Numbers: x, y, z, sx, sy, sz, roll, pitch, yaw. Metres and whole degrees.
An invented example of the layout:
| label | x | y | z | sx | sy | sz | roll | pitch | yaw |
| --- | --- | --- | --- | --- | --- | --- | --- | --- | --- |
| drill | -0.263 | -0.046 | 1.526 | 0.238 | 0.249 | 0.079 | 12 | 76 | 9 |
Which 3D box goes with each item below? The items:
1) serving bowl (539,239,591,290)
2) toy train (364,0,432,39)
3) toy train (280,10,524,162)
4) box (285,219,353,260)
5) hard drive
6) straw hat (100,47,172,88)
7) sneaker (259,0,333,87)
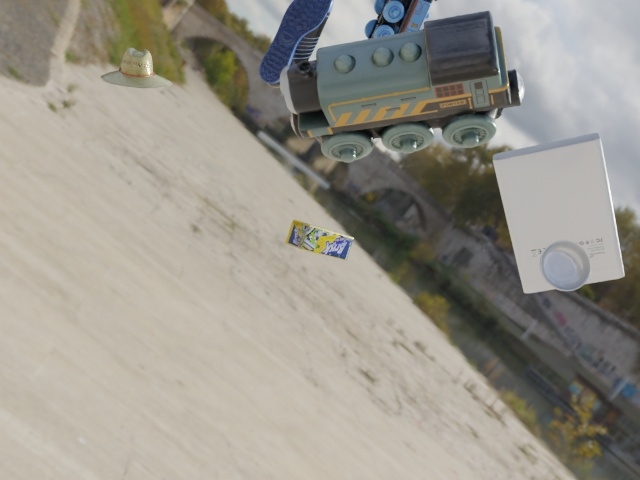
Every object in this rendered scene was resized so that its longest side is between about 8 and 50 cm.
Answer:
| label | x | y | z | sx | sy | sz | roll | pitch | yaw |
| --- | --- | --- | --- | --- | --- | --- | --- | --- | --- |
| serving bowl | 0.393 | 0.043 | 1.389 | 0.083 | 0.083 | 0.027 | 39 | -12 | 6 |
| toy train | 0.158 | -0.434 | 1.647 | 0.105 | 0.184 | 0.080 | 15 | 21 | -25 |
| toy train | 0.109 | -0.210 | 1.181 | 0.190 | 0.334 | 0.142 | 57 | 30 | -63 |
| box | 0.000 | 0.000 | 1.933 | 0.054 | 0.059 | 0.169 | 21 | 4 | 40 |
| hard drive | 0.545 | -0.055 | 1.956 | 0.047 | 0.233 | 0.353 | -70 | 145 | -59 |
| straw hat | -0.346 | -0.331 | 1.618 | 0.144 | 0.061 | 0.144 | 6 | 20 | -2 |
| sneaker | -0.045 | -0.422 | 1.783 | 0.081 | 0.232 | 0.090 | 38 | 10 | 11 |
